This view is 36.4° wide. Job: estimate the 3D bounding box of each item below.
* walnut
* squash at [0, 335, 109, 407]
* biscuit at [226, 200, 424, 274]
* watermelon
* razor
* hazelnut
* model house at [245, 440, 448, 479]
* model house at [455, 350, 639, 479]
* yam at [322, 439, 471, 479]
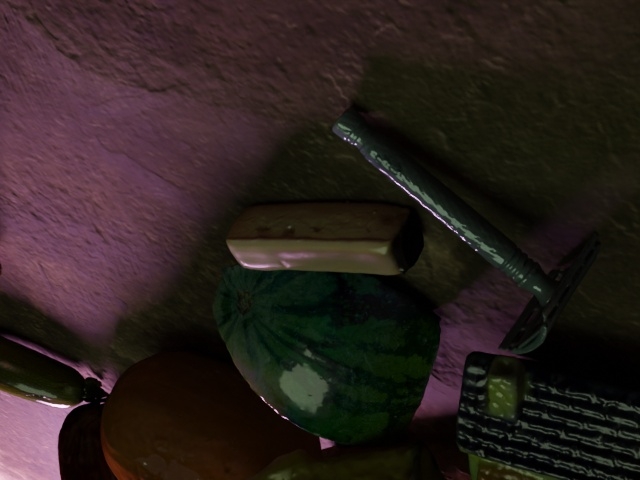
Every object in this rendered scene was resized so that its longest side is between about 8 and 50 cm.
[{"bbox_3d":[-0.122,0.245,1.133,0.297,0.203,0.203,20,143,23],"label":"walnut"},{"bbox_3d":[-0.447,0.173,1.367,0.318,0.071,0.080,16,142,18],"label":"squash"},{"bbox_3d":[0.000,0.000,0.880,0.187,0.056,0.052,1,136,34],"label":"biscuit"},{"bbox_3d":[0.010,0.089,0.933,0.231,0.128,0.146,29,132,-9],"label":"watermelon"},{"bbox_3d":[0.105,-0.024,0.776,0.232,0.106,0.068,41,143,5],"label":"razor"},{"bbox_3d":[-0.270,0.294,1.308,0.204,0.178,0.178,24,151,49],"label":"hazelnut"},{"bbox_3d":[0.018,0.314,0.971,0.234,0.175,0.193,-11,148,18],"label":"model house"},{"bbox_3d":[0.222,0.196,0.869,0.193,0.170,0.211,11,139,27],"label":"model house"},{"bbox_3d":[0.099,0.261,1.114,0.299,0.066,0.066,-14,126,43],"label":"yam"}]
